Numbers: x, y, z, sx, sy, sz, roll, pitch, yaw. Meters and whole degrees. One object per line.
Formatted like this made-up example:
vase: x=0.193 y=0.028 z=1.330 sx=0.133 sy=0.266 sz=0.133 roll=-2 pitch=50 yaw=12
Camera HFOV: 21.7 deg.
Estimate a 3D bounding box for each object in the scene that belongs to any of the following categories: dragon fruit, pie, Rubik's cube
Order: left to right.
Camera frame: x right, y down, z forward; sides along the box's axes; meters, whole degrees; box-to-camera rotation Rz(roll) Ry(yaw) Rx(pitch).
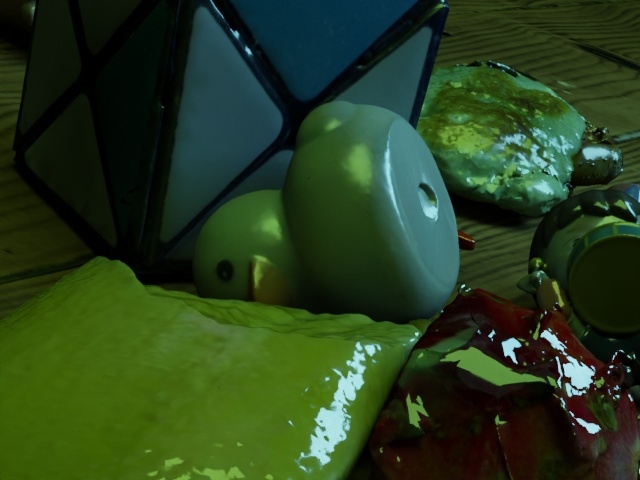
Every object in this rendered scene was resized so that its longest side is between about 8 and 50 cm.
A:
Rubik's cube: x=-0.097 y=-0.160 z=1.603 sx=0.305 sy=0.310 sz=0.307 roll=2 pitch=22 yaw=-33
pie: x=0.202 y=-0.122 z=1.971 sx=0.257 sy=0.105 sz=0.274 roll=39 pitch=37 yaw=22
dragon fruit: x=0.144 y=0.121 z=1.138 sx=0.161 sy=0.126 sz=0.274 roll=16 pitch=47 yaw=23

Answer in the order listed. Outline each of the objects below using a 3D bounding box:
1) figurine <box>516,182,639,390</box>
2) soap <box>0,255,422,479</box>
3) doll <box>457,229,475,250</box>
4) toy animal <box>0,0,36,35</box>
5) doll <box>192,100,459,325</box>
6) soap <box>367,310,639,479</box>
figurine: x=0.272 y=0.029 z=1.580 sx=0.161 sy=0.158 sz=0.275 roll=9 pitch=21 yaw=-2
soap: x=-0.114 y=0.108 z=1.129 sx=0.306 sy=0.115 sz=0.427 roll=11 pitch=26 yaw=16
doll: x=0.072 y=-0.027 z=1.731 sx=0.109 sy=0.057 sz=0.169 roll=3 pitch=24 yaw=-36
toy animal: x=-0.273 y=-0.320 z=2.074 sx=0.326 sy=0.237 sz=0.269 roll=26 pitch=34 yaw=34
doll: x=0.000 y=0.000 z=1.435 sx=0.221 sy=0.221 sz=0.251 roll=17 pitch=30 yaw=7
soap: x=0.150 y=0.151 z=1.294 sx=0.257 sy=0.080 sz=0.160 roll=29 pitch=27 yaw=32
